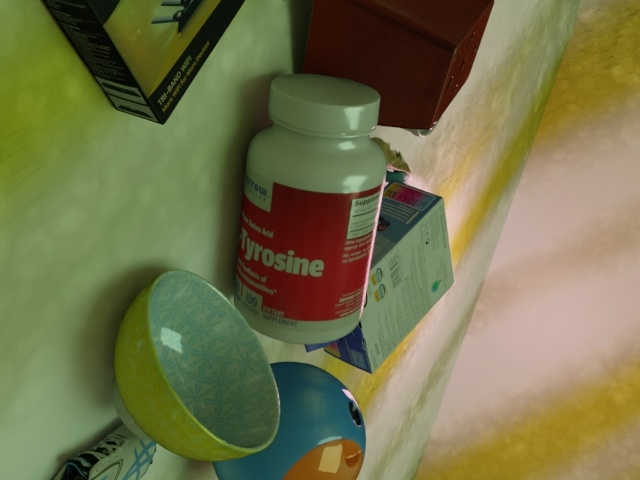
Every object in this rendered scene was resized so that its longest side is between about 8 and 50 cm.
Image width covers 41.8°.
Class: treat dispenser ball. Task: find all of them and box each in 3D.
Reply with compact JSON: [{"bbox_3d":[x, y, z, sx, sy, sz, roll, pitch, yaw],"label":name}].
[{"bbox_3d":[-0.060,0.367,1.546,0.288,0.288,0.288,-48,149,-43],"label":"treat dispenser ball"}]

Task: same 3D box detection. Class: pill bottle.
[{"bbox_3d":[-0.016,-0.054,1.385,0.229,0.229,0.407,-35,138,-55],"label":"pill bottle"}]

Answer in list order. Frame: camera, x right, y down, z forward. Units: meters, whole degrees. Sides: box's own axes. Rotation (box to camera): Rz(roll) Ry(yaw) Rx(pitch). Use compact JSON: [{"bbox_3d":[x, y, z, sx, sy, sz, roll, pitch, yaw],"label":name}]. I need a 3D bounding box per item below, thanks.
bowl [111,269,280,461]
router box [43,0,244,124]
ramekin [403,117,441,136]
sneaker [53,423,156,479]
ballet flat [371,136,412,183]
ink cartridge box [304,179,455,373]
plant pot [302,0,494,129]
[{"bbox_3d":[-0.206,0.201,1.206,0.156,0.289,0.289,-31,166,18],"label":"bowl"},{"bbox_3d":[-0.179,-0.332,0.977,0.309,0.081,0.243,-62,156,-20],"label":"router box"},{"bbox_3d":[0.203,-0.337,1.823,0.207,0.109,0.207,-47,148,-43],"label":"ramekin"},{"bbox_3d":[-0.314,0.324,1.197,0.237,0.085,0.086,-46,140,-51],"label":"sneaker"},{"bbox_3d":[0.159,-0.180,1.894,0.232,0.080,0.073,21,74,-69],"label":"ballet flat"},{"bbox_3d":[0.115,0.095,1.816,0.395,0.151,0.270,-44,137,-32],"label":"ink cartridge box"},{"bbox_3d":[0.140,-0.345,1.434,0.267,0.236,0.267,-52,163,-37],"label":"plant pot"}]
